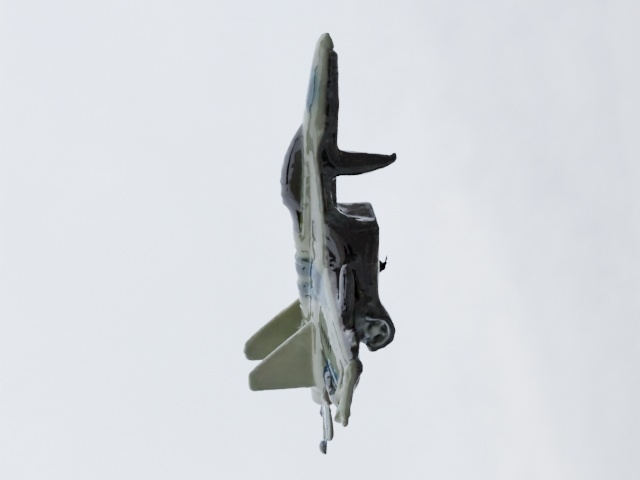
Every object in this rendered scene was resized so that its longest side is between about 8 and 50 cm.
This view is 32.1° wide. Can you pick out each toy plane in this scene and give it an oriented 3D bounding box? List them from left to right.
[{"bbox_3d":[0.011,0.001,0.690,0.192,0.088,0.262,-103,22,-59],"label":"toy plane"}]
